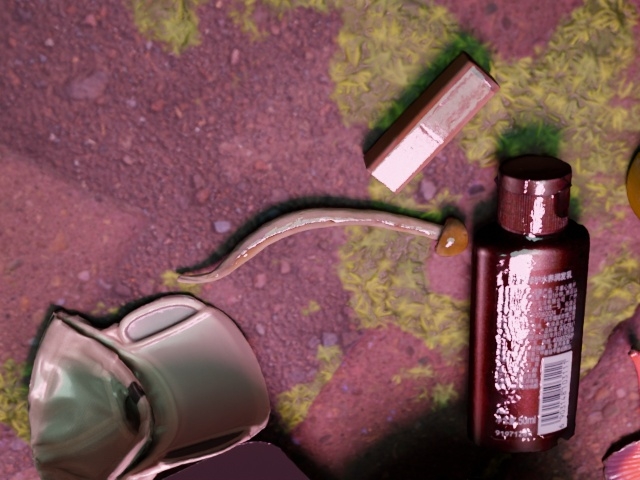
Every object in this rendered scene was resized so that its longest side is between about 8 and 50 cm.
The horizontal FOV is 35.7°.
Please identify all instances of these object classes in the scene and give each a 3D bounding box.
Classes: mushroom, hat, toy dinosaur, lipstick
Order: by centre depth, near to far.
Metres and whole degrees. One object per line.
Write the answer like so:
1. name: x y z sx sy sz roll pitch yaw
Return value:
1. lipstick: 0.107 -0.115 0.972 0.045 0.045 0.145 37 109 -21
2. mushroom: 0.000 0.000 1.027 0.306 0.043 0.068 -5 91 -1
3. hat: -0.179 0.174 1.047 0.226 0.219 0.164 -1 141 -28
4. toy dinosaur: 0.385 0.244 1.175 0.139 0.070 0.286 -27 111 36

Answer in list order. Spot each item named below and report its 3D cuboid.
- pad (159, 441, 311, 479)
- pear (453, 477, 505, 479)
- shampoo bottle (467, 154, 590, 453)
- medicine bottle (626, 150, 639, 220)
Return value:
1. pad: -0.124 0.352 1.166 0.315 0.063 0.375 -26 134 7
2. pear: 0.164 0.454 1.103 0.352 0.352 0.413 14 119 -11
3. shampoo bottle: 0.218 0.072 1.053 0.129 0.084 0.323 -6 115 -4
4. medicine bottle: 0.383 -0.022 0.946 0.122 0.212 0.122 -2 116 -4
